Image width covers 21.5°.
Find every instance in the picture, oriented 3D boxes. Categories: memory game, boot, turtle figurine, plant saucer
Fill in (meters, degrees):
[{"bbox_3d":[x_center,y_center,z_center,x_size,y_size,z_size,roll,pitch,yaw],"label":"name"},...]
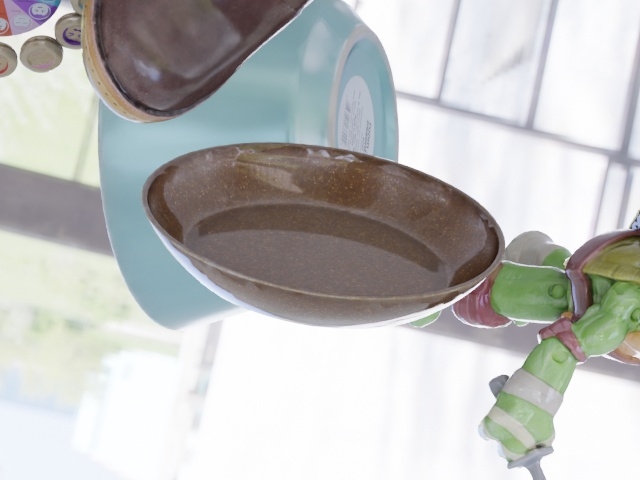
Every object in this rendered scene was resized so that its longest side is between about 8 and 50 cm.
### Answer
[{"bbox_3d":[-0.258,-0.200,1.361,0.186,0.012,0.186,-6,139,-5],"label":"memory game"},{"bbox_3d":[0.012,-0.164,0.747,0.207,0.248,0.090,-15,124,49],"label":"boot"},{"bbox_3d":[0.165,0.092,1.046,0.197,0.275,0.266,-30,-152,-20],"label":"turtle figurine"},{"bbox_3d":[0.000,0.000,0.917,0.198,0.036,0.198,8,-156,-3],"label":"plant saucer"}]

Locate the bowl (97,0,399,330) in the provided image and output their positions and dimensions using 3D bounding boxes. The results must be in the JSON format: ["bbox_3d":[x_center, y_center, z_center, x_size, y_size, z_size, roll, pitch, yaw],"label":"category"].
[{"bbox_3d":[-0.039,-0.080,1.343,0.163,0.312,0.311,2,169,20],"label":"bowl"}]
